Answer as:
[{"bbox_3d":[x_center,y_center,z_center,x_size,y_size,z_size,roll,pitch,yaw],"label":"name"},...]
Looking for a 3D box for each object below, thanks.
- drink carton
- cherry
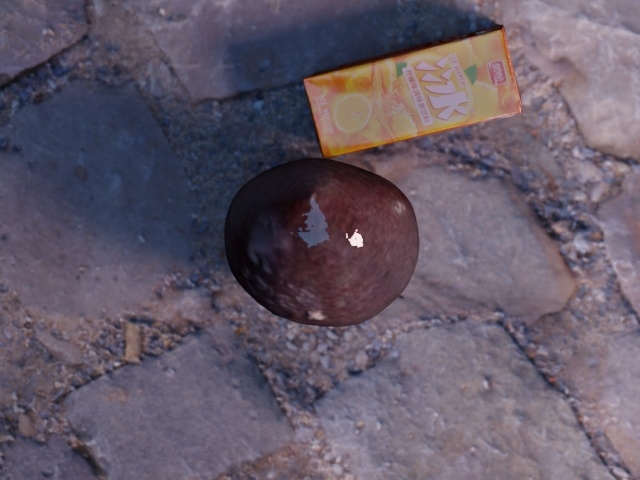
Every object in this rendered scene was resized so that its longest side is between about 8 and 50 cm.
[{"bbox_3d":[0.102,-0.163,1.391,0.223,0.071,0.096,-12,101,12],"label":"drink carton"},{"bbox_3d":[0.000,0.000,1.387,0.213,0.266,0.183,-1,70,9],"label":"cherry"}]
